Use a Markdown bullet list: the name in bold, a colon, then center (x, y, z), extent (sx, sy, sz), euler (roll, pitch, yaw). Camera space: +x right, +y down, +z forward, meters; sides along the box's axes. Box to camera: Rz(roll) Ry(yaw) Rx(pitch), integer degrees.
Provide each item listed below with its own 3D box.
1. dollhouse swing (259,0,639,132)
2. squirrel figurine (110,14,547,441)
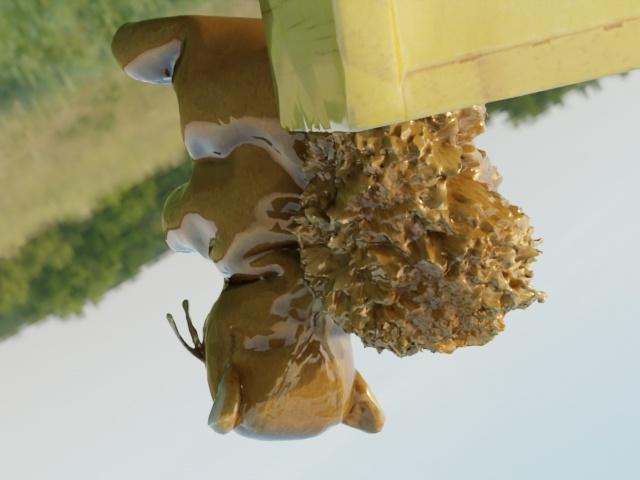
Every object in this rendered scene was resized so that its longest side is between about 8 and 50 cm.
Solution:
- **dollhouse swing**: center (0.131, -0.239, 0.839), extent (0.347, 0.305, 0.315), euler (-14, -174, -9)
- **squirrel figurine**: center (0.000, 0.000, 1.432), extent (0.281, 0.370, 0.397), euler (9, 176, -38)
